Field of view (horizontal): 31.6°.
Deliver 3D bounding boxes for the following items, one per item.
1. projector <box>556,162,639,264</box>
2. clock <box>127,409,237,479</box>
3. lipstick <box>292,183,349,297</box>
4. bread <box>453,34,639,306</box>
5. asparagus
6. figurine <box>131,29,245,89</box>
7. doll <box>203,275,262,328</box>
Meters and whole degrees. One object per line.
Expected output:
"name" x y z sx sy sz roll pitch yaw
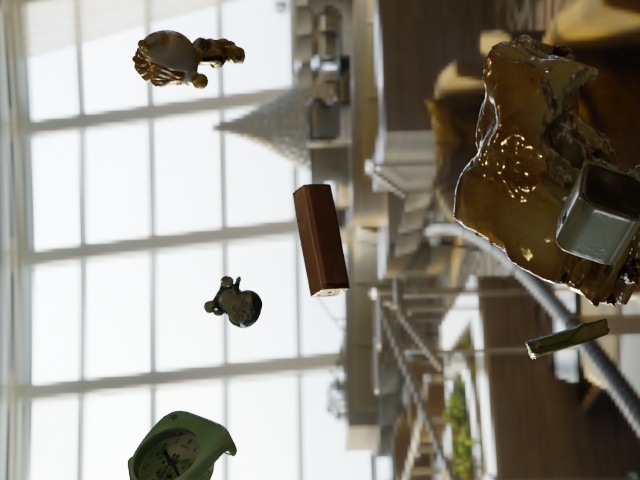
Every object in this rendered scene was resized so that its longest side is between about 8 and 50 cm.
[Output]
"projector" 0.340 -0.033 1.372 0.082 0.083 0.083 107 -178 -46
"clock" -0.260 0.395 1.963 0.211 0.159 0.066 -47 -48 -30
"lipstick" 0.000 0.000 1.490 0.045 0.045 0.145 -37 59 57
"bread" 0.343 -0.095 1.697 0.314 0.191 0.370 35 135 45
"asparagus" 0.503 0.198 2.289 0.045 0.178 0.041 77 175 -50
"figurine" -0.157 -0.221 1.371 0.101 0.143 0.068 -115 33 -53
"doll" -0.129 0.096 1.772 0.076 0.083 0.050 -59 -9 14
